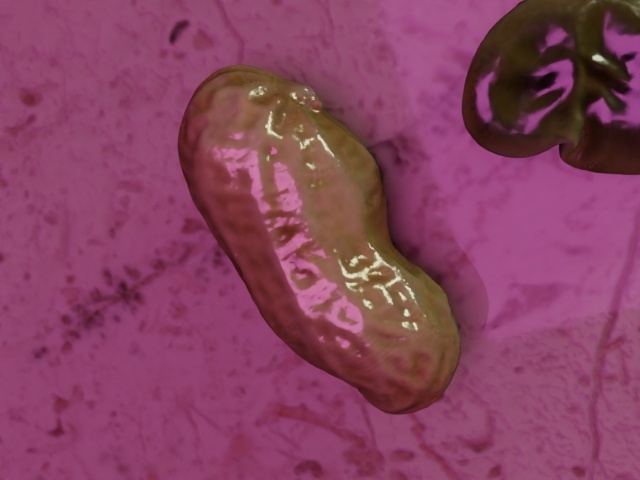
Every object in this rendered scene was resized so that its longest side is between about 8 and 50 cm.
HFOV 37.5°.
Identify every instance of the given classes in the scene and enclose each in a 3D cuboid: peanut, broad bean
[{"bbox_3d":[0.000,0.000,0.786,0.153,0.140,0.325,-37,89,6],"label":"peanut"},{"bbox_3d":[0.211,-0.124,0.727,0.206,0.072,0.153,-5,102,9],"label":"broad bean"}]
